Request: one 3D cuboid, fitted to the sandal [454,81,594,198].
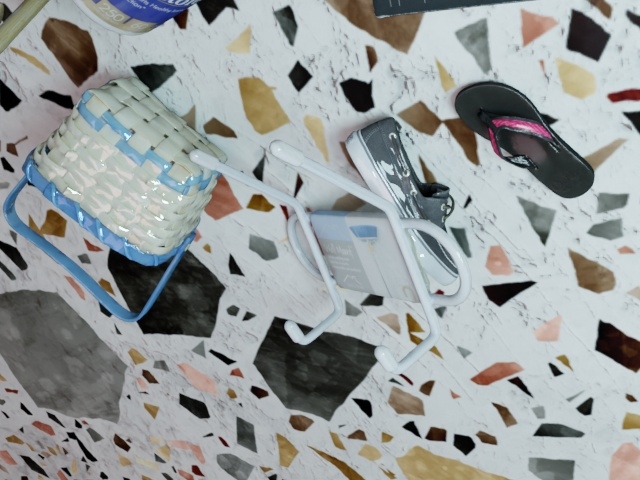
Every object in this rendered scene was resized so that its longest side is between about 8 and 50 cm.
[{"bbox_3d":[0.222,-0.106,0.775,0.179,0.040,0.067,39,135,-3],"label":"sandal"}]

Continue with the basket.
[{"bbox_3d":[-0.278,-0.053,0.980,0.255,0.201,0.289,41,110,-4],"label":"basket"}]

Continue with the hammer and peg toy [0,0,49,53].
[{"bbox_3d":[-0.364,-0.340,0.771,0.127,0.266,0.361,24,131,-15],"label":"hammer and peg toy"}]

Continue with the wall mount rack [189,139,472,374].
[{"bbox_3d":[0.000,0.000,0.854,0.350,0.130,0.304,5,124,56],"label":"wall mount rack"}]

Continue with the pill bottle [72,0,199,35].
[{"bbox_3d":[-0.142,-0.328,0.731,0.265,0.153,0.153,-15,116,38],"label":"pill bottle"}]

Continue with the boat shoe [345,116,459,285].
[{"bbox_3d":[0.120,-0.049,0.864,0.076,0.080,0.228,-30,103,18],"label":"boat shoe"}]

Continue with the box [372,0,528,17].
[{"bbox_3d":[0.122,-0.339,0.604,0.184,0.103,0.261,6,127,31],"label":"box"}]
